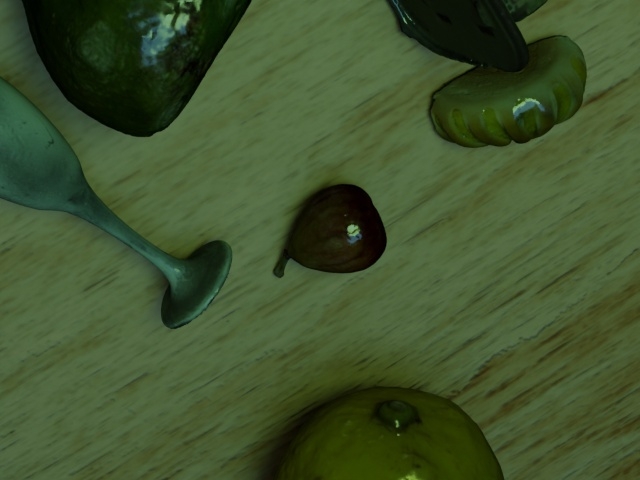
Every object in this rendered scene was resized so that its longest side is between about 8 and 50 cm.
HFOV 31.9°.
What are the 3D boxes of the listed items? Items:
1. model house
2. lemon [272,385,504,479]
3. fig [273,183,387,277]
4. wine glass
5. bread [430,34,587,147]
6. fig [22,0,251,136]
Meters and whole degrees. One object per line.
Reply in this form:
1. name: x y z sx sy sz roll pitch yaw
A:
1. model house: 0.175 -0.313 0.948 0.279 0.205 0.218 -40 120 -7
2. lemon: 0.067 0.289 1.136 0.261 0.260 0.284 8 96 -21
3. fig: 0.000 0.000 1.088 0.125 0.089 0.089 -24 120 14
4. wine glass: -0.233 0.019 0.924 0.096 0.264 0.309 -29 125 36
5. bread: 0.196 -0.136 1.081 0.157 0.094 0.083 -31 115 -12
6. fig: -0.176 -0.211 0.881 0.235 0.203 0.203 34 100 -6
